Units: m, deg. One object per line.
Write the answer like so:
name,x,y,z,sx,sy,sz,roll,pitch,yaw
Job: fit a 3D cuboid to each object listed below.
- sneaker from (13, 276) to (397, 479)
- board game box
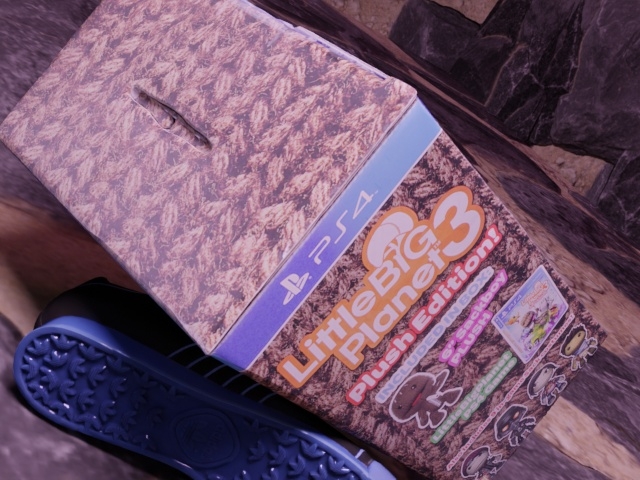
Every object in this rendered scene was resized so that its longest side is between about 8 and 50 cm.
sneaker,-0.048,0.093,0.534,0.232,0.081,0.090,33,23,-5
board game box,0.000,0.000,0.580,0.232,0.141,0.291,38,-2,41
